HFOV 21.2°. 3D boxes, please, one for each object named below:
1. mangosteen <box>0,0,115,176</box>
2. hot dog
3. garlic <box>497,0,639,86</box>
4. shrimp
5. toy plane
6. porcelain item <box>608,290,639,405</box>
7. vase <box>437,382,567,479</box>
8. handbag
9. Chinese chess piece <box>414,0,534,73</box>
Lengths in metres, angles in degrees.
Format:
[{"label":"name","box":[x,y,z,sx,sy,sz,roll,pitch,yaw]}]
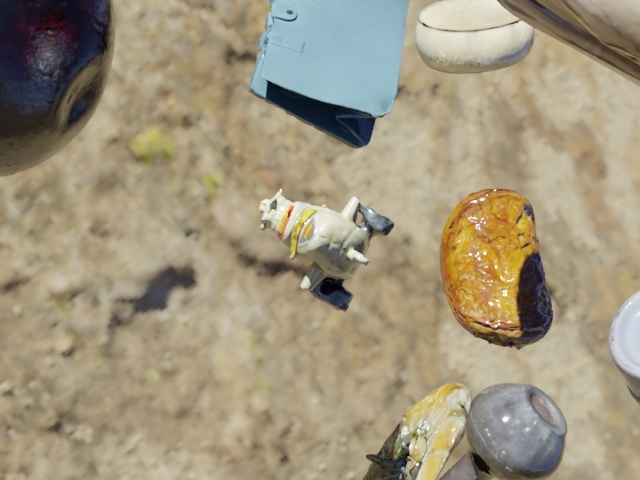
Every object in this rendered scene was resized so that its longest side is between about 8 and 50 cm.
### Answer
[{"label":"mangosteen","box":[-0.334,-0.180,1.523,0.302,0.275,0.275,-22,80,-52]},{"label":"hot dog","box":[0.160,0.027,1.517,0.099,0.065,0.147,-2,74,-30]},{"label":"garlic","box":[0.244,-0.172,1.252,0.325,0.132,0.279,37,1,-1]},{"label":"shrimp","box":[0.068,0.219,1.518,0.051,0.217,0.150,28,33,-9]},{"label":"toy plane","box":[0.000,0.000,1.500,0.108,0.092,0.286,29,0,5]},{"label":"porcelain item","box":[0.427,0.135,2.038,0.114,0.147,0.147,56,25,-45]},{"label":"vase","box":[0.184,0.240,1.877,0.120,0.183,0.120,36,24,-19]},{"label":"handbag","box":[0.010,-0.203,1.742,0.144,0.057,0.221,20,48,-10]},{"label":"Chinese chess piece","box":[0.157,-0.210,1.737,0.122,0.122,0.051,-50,140,-56]}]
